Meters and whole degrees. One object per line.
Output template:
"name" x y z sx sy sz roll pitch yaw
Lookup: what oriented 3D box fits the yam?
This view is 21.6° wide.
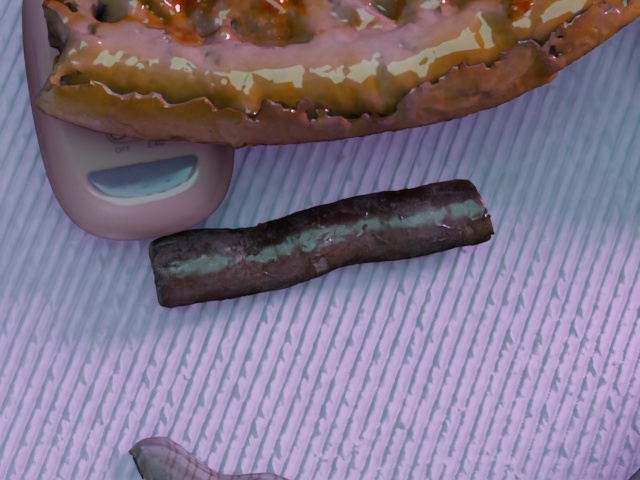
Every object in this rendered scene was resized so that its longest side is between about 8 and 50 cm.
"yam" 0.000 0.000 1.236 0.253 0.061 0.061 -12 80 -4

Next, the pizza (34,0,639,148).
"pizza" 0.049 -0.220 1.151 0.392 0.080 0.435 24 93 3

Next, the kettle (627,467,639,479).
"kettle" 0.381 0.108 1.099 0.376 0.361 0.250 -45 49 -11

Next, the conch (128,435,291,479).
"conch" -0.028 0.222 1.172 0.137 0.114 0.234 -16 75 -19

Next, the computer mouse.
"computer mouse" -0.142 -0.113 1.237 0.145 0.082 0.236 -12 76 -5
